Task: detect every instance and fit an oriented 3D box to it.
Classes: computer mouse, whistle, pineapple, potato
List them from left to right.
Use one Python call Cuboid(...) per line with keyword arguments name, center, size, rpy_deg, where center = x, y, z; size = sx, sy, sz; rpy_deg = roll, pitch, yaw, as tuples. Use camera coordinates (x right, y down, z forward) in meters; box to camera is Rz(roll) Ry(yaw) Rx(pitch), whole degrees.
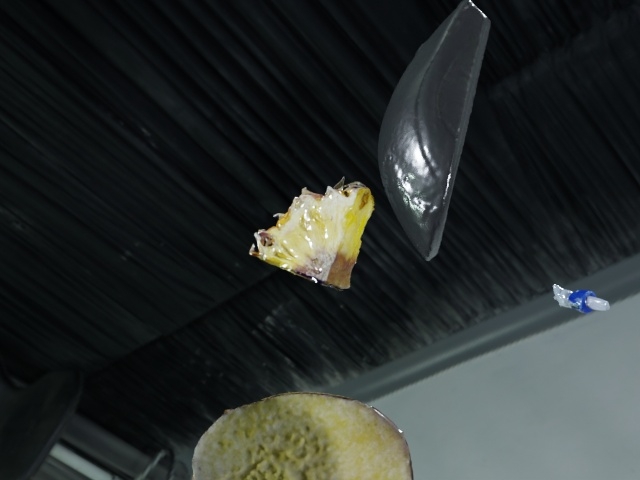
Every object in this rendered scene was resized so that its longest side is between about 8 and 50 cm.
Cuboid(name="potato", center=(-0.022, 0.329, 1.037), size=(0.299, 0.116, 0.239), rpy_deg=(-7, 78, 4))
Cuboid(name="pineapple", center=(0.000, 0.000, 0.757), size=(0.137, 0.069, 0.116), rpy_deg=(-37, 60, 25))
Cuboid(name="computer mouse", center=(0.105, -0.116, 0.729), size=(0.147, 0.088, 0.264), rpy_deg=(86, -158, -71))
Cuboid(name="whistle", center=(0.323, 0.073, 0.936), size=(0.029, 0.033, 0.083), rpy_deg=(-39, 23, -22))
